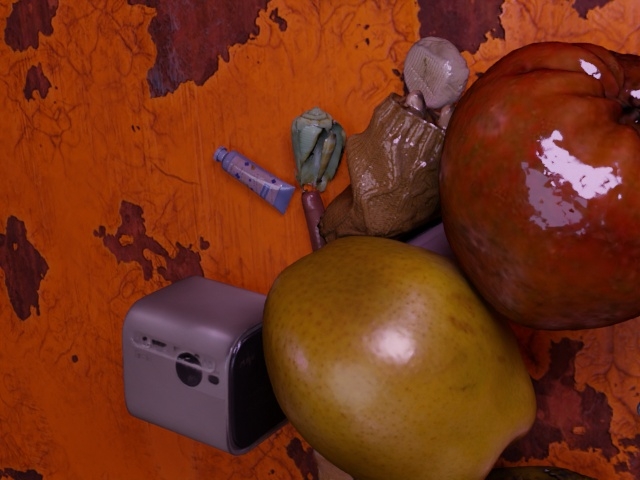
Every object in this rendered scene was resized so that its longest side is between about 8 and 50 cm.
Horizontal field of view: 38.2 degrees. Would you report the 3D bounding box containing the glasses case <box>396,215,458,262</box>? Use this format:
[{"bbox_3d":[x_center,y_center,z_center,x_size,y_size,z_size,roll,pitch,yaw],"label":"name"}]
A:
[{"bbox_3d":[0.166,0.046,1.520,0.314,0.075,0.122,-31,119,35],"label":"glasses case"}]

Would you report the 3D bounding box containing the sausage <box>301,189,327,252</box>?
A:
[{"bbox_3d":[0.000,0.000,1.649,0.043,0.043,0.186,-2,108,33],"label":"sausage"}]

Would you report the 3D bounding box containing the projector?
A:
[{"bbox_3d":[-0.194,0.225,1.722,0.249,0.248,0.248,13,112,30],"label":"projector"}]

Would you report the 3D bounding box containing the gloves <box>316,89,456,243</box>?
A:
[{"bbox_3d":[0.124,-0.092,1.443,0.155,0.203,0.356,52,141,20],"label":"gloves"}]

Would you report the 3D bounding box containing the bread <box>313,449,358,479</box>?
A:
[{"bbox_3d":[0.047,0.422,1.734,0.106,0.082,0.125,13,122,40],"label":"bread"}]

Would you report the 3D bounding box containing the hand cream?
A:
[{"bbox_3d":[-0.122,-0.117,1.698,0.170,0.043,0.065,34,126,15],"label":"hand cream"}]

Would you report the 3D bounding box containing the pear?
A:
[{"bbox_3d":[0.106,0.181,1.354,0.418,0.362,0.362,43,123,6],"label":"pear"}]

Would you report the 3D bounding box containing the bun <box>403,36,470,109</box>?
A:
[{"bbox_3d":[0.184,-0.261,1.436,0.115,0.069,0.115,28,127,46],"label":"bun"}]

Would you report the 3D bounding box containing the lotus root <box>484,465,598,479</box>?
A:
[{"bbox_3d":[0.295,0.462,1.514,0.397,0.179,0.196,-23,131,31],"label":"lotus root"}]

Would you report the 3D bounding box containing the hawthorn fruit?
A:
[{"bbox_3d":[0.330,-0.053,1.231,0.403,0.403,0.403,10,110,30],"label":"hawthorn fruit"}]

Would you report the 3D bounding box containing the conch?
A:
[{"bbox_3d":[0.000,-0.150,1.593,0.106,0.079,0.170,26,133,31],"label":"conch"}]

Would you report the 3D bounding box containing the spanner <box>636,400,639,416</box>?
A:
[{"bbox_3d":[0.549,0.363,1.388,0.071,0.017,0.302,-10,110,43],"label":"spanner"}]
